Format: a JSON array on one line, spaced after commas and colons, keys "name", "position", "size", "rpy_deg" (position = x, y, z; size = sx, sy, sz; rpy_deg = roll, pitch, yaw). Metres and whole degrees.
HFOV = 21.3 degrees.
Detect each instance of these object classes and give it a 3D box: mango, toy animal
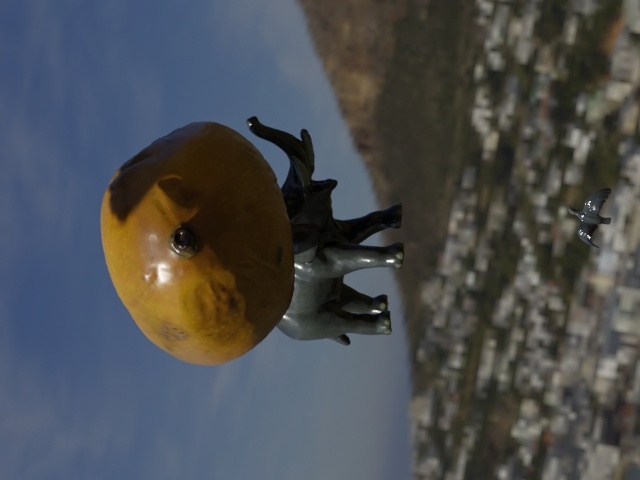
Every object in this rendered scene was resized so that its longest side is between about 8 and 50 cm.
[{"name": "mango", "position": [-0.090, 0.007, 1.368], "size": [0.359, 0.144, 0.187], "rpy_deg": [68, -161, -79]}, {"name": "toy animal", "position": [0.322, -0.032, 2.049], "size": [0.028, 0.050, 0.084], "rpy_deg": [-25, -48, -41]}, {"name": "toy animal", "position": [0.009, -0.002, 1.563], "size": [0.082, 0.137, 0.269], "rpy_deg": [-85, -7, -50]}]
